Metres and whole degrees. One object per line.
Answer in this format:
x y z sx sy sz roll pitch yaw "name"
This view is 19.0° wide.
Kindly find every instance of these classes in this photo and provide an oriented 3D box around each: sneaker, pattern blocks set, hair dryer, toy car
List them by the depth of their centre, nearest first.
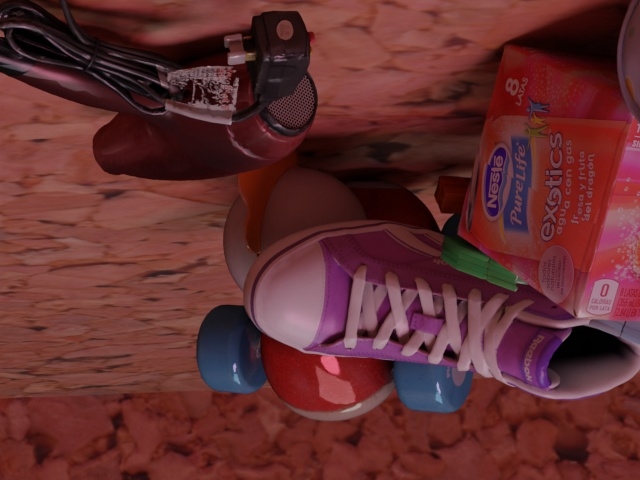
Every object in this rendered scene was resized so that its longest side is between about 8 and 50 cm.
-0.112 -0.104 1.193 0.224 0.080 0.293 12 161 1 "hair dryer"
0.094 0.052 1.349 0.282 0.102 0.161 3 -167 -14 "sneaker"
0.215 0.010 1.397 0.285 0.026 0.325 25 -160 31 "pattern blocks set"
0.000 0.000 1.488 0.219 0.210 0.238 4 144 28 "toy car"

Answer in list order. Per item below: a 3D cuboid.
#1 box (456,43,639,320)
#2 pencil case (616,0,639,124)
0.265 -0.034 1.289 0.300 0.142 0.154 4 -161 -30 "box"
0.311 -0.104 1.154 0.273 0.124 0.113 5 164 -30 "pencil case"
